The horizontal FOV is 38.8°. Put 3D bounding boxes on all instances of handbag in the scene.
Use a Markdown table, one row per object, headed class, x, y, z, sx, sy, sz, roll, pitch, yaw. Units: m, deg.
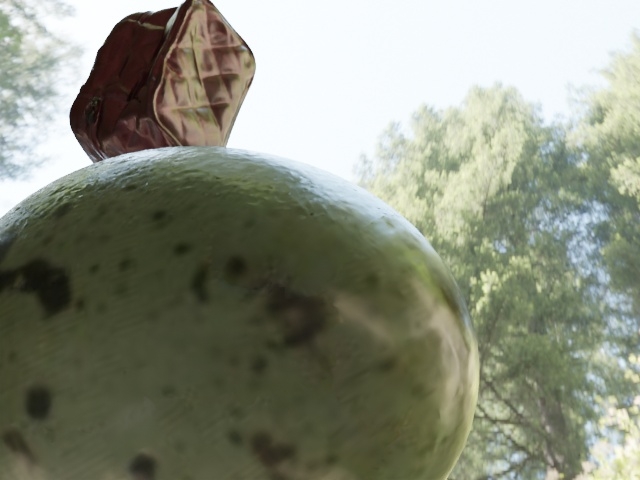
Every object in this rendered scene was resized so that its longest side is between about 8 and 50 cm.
| class | x | y | z | sx | sy | sz | roll | pitch | yaw |
| --- | --- | --- | --- | --- | --- | --- | --- | --- | --- |
| handbag | -0.176 | -0.165 | 1.028 | 0.135 | 0.225 | 0.146 | -7 | -40 | 29 |

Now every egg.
| class | x | y | z | sx | sy | sz | roll | pitch | yaw |
| --- | --- | --- | --- | --- | --- | --- | --- | --- | --- |
| egg | -0.079 | 0.083 | 0.579 | 0.379 | 0.287 | 0.287 | -2 | -70 | 31 |
